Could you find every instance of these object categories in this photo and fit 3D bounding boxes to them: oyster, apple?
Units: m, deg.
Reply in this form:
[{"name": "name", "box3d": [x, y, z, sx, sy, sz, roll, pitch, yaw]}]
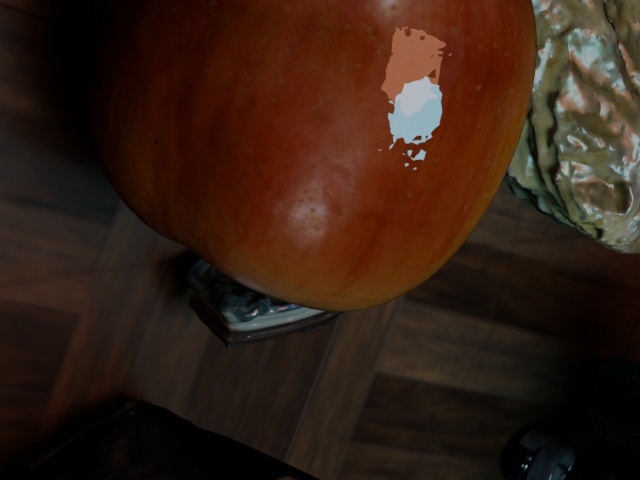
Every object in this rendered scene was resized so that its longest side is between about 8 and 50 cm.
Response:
[{"name": "oyster", "box3d": [0.139, -0.083, 0.965, 0.133, 0.072, 0.209, -12, 115, -42]}, {"name": "apple", "box3d": [-0.006, -0.063, 0.768, 0.199, 0.199, 0.199, -20, 121, -36]}]

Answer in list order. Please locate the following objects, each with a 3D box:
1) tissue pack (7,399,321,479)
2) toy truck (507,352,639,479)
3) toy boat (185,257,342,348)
[{"name": "tissue pack", "box3d": [0.005, 0.266, 0.735, 0.264, 0.417, 0.253, -37, 128, -34]}, {"name": "toy truck", "box3d": [0.165, 0.197, 1.092, 0.124, 0.114, 0.253, 1, 108, -55]}, {"name": "toy boat", "box3d": [0.000, 0.000, 0.877, 0.140, 0.059, 0.066, -22, 140, -38]}]
